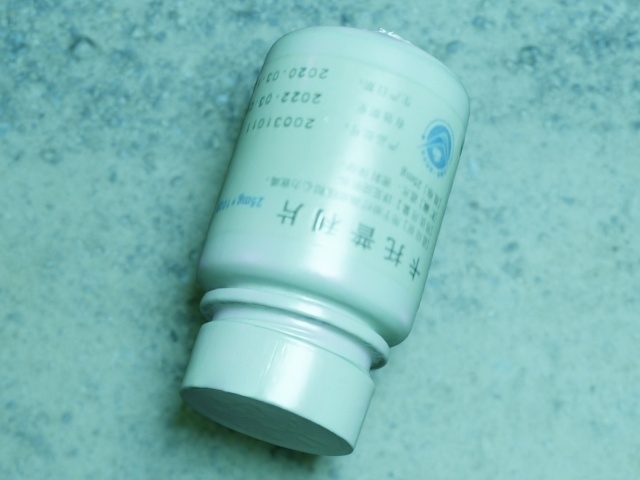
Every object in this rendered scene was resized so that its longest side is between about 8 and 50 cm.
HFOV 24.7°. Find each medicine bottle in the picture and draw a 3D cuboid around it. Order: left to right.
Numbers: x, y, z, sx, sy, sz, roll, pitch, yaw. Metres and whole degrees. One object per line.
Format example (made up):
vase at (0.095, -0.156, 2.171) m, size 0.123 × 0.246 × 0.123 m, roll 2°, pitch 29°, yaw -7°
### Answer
medicine bottle at (0.000, 0.000, 1.094) m, size 0.170 × 0.170 × 0.293 m, roll 16°, pitch 72°, yaw 7°
